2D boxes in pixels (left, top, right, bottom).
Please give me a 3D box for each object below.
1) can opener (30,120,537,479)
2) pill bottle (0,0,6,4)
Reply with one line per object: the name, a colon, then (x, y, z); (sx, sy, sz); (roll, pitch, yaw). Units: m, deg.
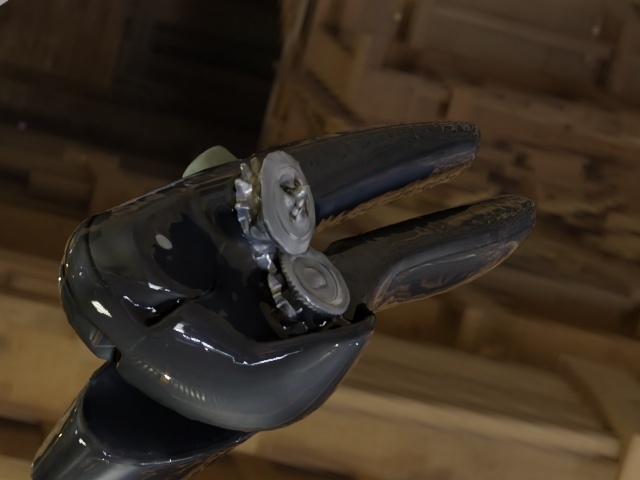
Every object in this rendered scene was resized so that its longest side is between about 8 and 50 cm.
can opener: (0.000, 0.000, 0.407); (0.059, 0.073, 0.186); (58, -147, 0)
pill bottle: (-0.168, -0.170, 0.599); (0.108, 0.193, 0.108); (-8, -154, 4)
